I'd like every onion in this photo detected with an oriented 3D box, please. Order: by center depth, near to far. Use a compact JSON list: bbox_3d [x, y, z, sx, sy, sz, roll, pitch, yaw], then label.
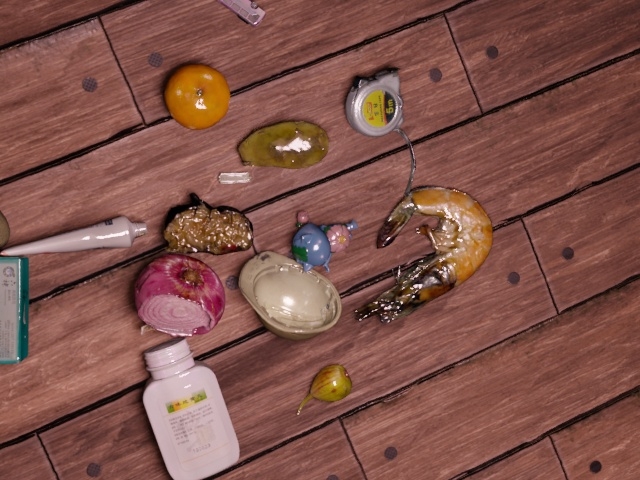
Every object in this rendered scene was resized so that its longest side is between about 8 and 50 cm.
[{"bbox_3d":[-0.326,0.119,1.785,0.207,0.200,0.200,2,91,4],"label":"onion"}]

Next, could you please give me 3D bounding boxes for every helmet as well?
[{"bbox_3d":[-0.086,0.159,1.850,0.258,0.137,0.204,32,49,7],"label":"helmet"}]

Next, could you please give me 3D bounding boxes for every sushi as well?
[{"bbox_3d":[-0.264,-0.036,1.821,0.213,0.115,0.147,6,91,-9],"label":"sushi"}]

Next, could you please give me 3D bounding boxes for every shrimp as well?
[{"bbox_3d":[0.239,0.039,1.929,0.445,0.085,0.272,-40,95,-10],"label":"shrimp"}]

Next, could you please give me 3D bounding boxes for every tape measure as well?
[{"bbox_3d":[0.152,-0.259,1.924,0.164,0.084,0.330,-12,112,-9],"label":"tape measure"}]

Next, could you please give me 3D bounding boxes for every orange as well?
[{"bbox_3d":[-0.290,-0.341,1.803,0.156,0.124,0.156,-1,95,-8],"label":"orange"}]

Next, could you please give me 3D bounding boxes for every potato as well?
[{"bbox_3d":[-0.089,-0.230,1.859,0.226,0.090,0.117,-7,99,-3],"label":"potato"}]

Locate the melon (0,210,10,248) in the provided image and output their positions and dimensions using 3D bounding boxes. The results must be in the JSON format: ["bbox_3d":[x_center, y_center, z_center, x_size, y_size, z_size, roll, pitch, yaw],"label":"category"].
[{"bbox_3d":[-0.769,-0.035,1.741,0.098,0.098,0.130,-35,94,-7],"label":"melon"}]

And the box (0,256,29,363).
[{"bbox_3d":[-0.757,0.158,1.752,0.153,0.092,0.244,1,90,-9],"label":"box"}]

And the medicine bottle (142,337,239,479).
[{"bbox_3d":[-0.320,0.399,1.821,0.179,0.124,0.324,-20,97,-10],"label":"medicine bottle"}]

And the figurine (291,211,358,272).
[{"bbox_3d":[-0.002,-0.005,1.881,0.178,0.144,0.114,-21,134,-28],"label":"figurine"}]

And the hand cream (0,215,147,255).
[{"bbox_3d":[-0.573,0.004,1.773,0.341,0.124,0.077,-12,95,-14],"label":"hand cream"}]

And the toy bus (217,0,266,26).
[{"bbox_3d":[-0.198,-0.573,1.856,0.131,0.037,0.052,34,88,-8],"label":"toy bus"}]

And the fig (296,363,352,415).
[{"bbox_3d":[0.001,0.376,1.893,0.166,0.093,0.093,-33,97,-7],"label":"fig"}]

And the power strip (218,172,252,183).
[{"bbox_3d":[-0.210,-0.153,1.876,0.083,0.017,0.027,-2,93,-10],"label":"power strip"}]
